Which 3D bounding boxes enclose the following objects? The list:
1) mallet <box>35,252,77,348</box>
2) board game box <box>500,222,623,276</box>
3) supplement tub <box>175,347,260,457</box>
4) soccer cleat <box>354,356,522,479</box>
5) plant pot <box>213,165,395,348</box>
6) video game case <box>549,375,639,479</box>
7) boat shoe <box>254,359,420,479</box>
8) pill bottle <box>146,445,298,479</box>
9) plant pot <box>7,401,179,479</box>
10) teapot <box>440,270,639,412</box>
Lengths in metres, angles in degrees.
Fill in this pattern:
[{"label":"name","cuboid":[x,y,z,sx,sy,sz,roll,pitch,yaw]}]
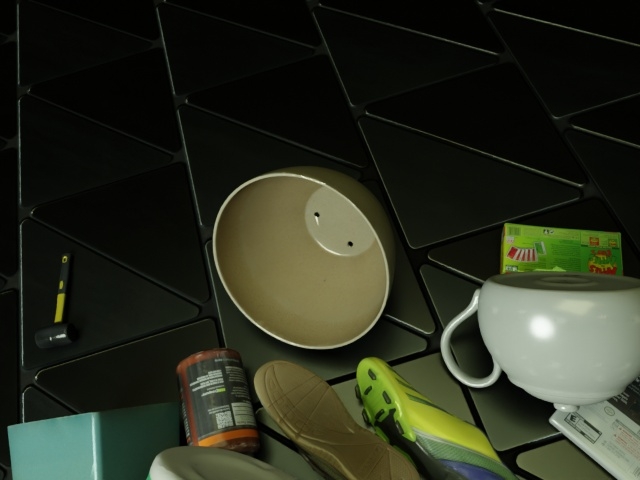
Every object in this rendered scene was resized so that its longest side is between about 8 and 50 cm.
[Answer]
[{"label":"mallet","cuboid":[-0.477,0.108,1.039,0.062,0.039,0.189,-18,56,1]},{"label":"board game box","cuboid":[0.393,0.028,0.945,0.181,0.043,0.092,5,63,12]},{"label":"supplement tub","cuboid":[-0.151,0.269,0.858,0.106,0.106,0.198,-17,60,-1]},{"label":"soccer cleat","cuboid":[0.164,0.278,0.833,0.121,0.093,0.289,-18,50,-37]},{"label":"plant pot","cuboid":[0.000,0.000,0.916,0.284,0.284,0.191,17,30,17]},{"label":"video game case","cuboid":[0.460,0.261,0.821,0.173,0.022,0.190,-43,63,-14]},{"label":"boat shoe","cuboid":[0.012,0.289,0.829,0.285,0.092,0.103,34,48,20]},{"label":"pill bottle","cuboid":[-0.152,0.448,0.664,0.204,0.204,0.361,15,84,16]},{"label":"plant pot","cuboid":[-0.298,0.355,0.785,0.165,0.166,0.234,-14,75,23]},{"label":"teapot","cuboid":[0.338,0.146,0.809,0.252,0.256,0.187,-2,95,-16]}]
